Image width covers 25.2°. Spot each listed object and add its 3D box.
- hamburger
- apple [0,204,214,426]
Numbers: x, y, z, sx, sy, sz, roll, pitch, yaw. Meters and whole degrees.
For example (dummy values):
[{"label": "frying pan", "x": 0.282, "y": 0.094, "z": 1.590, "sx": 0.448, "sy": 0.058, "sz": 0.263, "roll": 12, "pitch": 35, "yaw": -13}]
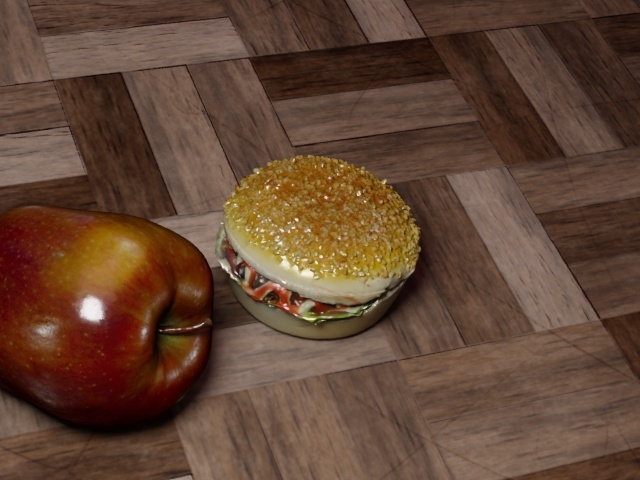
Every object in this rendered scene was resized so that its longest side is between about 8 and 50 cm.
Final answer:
[{"label": "hamburger", "x": 0.000, "y": 0.000, "z": 2.033, "sx": 0.302, "sy": 0.170, "sz": 0.302, "roll": 7, "pitch": 46, "yaw": -7}, {"label": "apple", "x": -0.293, "y": 0.093, "z": 1.818, "sx": 0.317, "sy": 0.288, "sz": 0.288, "roll": 15, "pitch": 44, "yaw": 21}]
